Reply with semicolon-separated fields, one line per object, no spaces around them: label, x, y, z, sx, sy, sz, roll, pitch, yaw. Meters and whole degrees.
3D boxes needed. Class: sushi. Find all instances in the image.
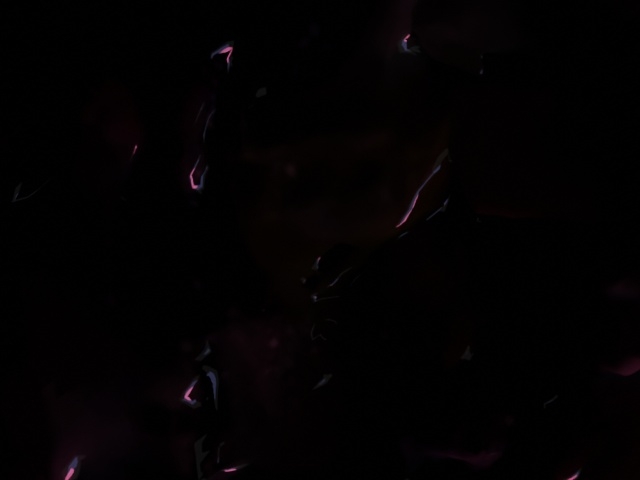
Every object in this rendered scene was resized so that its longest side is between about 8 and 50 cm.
sushi;0.033;-0.008;0.468;0.270;0.236;0.171;-41;176;19
